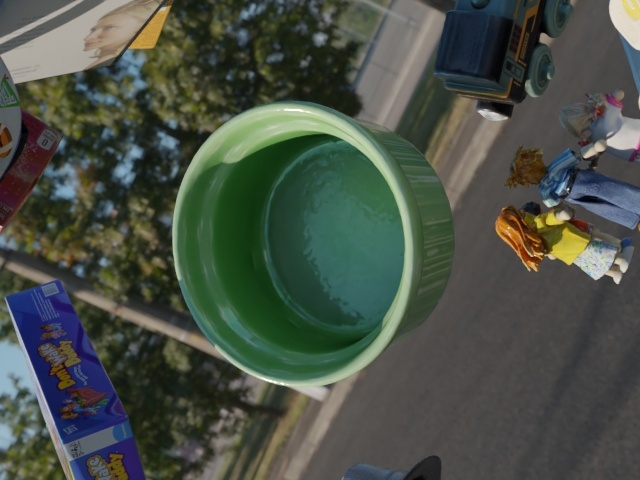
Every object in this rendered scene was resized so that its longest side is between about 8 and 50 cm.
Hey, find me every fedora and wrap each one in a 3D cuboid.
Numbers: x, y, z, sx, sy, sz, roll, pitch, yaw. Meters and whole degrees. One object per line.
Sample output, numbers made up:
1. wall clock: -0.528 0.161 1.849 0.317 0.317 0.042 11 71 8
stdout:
1. fedora: 0.084 0.449 1.638 0.244 0.124 0.275 -26 -54 -53

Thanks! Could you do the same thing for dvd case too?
1. dvd case: -0.218 -0.203 0.920 0.180 0.022 0.253 -19 -7 -36

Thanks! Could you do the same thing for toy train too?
1. toy train: 0.261 -0.337 1.429 0.190 0.142 0.333 10 -85 -58

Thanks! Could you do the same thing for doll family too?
1. doll family: 0.284 -0.041 1.161 0.263 0.163 0.118 102 -167 -48

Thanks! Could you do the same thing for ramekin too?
1. ramekin: 0.000 0.000 1.147 0.148 0.303 0.303 -9 -50 -59

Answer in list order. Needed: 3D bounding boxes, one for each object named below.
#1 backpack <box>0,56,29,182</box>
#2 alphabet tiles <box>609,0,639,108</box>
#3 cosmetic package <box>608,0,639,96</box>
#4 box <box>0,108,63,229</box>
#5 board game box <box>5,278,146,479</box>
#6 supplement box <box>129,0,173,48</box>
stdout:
1. backpack: -0.380 -0.115 0.814 0.276 0.263 0.213 -48 -2 13
2. alphabet tiles: 0.314 -0.132 0.796 0.021 0.284 0.278 -23 -31 -10
3. cosmetic package: 0.524 -0.310 1.114 0.329 0.327 0.393 -38 45 38
4. box: -0.420 -0.123 1.106 0.122 0.257 0.128 -60 15 -14
5. board game box: -0.304 0.233 1.324 0.347 0.078 0.233 43 147 54
6. supplement box: -0.226 -0.295 1.238 0.233 0.080 0.078 154 106 -75
